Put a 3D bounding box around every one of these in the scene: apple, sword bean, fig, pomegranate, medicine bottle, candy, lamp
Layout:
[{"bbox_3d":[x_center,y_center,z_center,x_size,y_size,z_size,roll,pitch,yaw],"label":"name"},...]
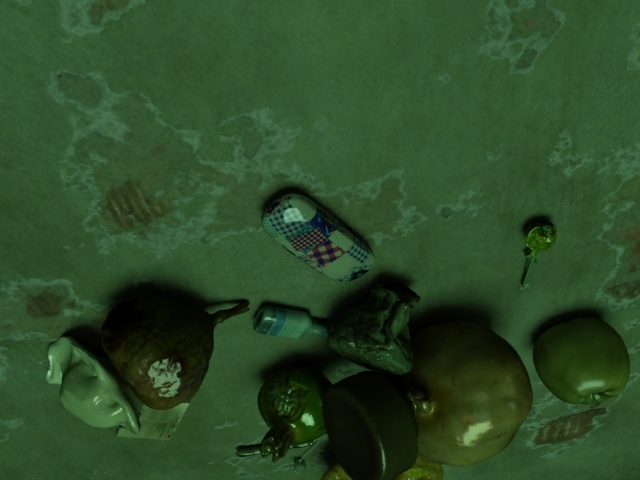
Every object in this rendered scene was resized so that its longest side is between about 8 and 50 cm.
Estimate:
[{"bbox_3d":[0.771,0.360,1.944,0.262,0.262,0.262,-6,135,-6],"label":"apple"},{"bbox_3d":[-0.154,0.701,2.226,0.269,0.038,0.043,-9,141,-1],"label":"sword bean"},{"bbox_3d":[-0.338,0.239,1.631,0.368,0.286,0.286,-27,144,-30],"label":"fig"},{"bbox_3d":[0.363,0.422,1.809,0.411,0.412,0.412,-6,135,-6],"label":"pomegranate"},{"bbox_3d":[-0.073,0.224,1.751,0.208,0.054,0.090,12,130,-27],"label":"medicine bottle"},{"bbox_3d":[0.552,0.042,1.705,0.077,0.073,0.262,6,143,8],"label":"candy"},{"bbox_3d":[-0.029,0.738,2.282,0.050,0.056,0.198,20,124,-25],"label":"lamp"},{"bbox_3d":[-0.077,0.496,1.857,0.235,0.302,0.236,12,132,13],"label":"pomegranate"}]

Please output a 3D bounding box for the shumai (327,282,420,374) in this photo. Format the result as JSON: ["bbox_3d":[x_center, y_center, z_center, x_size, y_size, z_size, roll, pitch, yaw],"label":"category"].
[{"bbox_3d":[0.155,0.227,1.740,0.225,0.222,0.260,34,152,-25],"label":"shumai"}]

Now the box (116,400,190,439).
[{"bbox_3d":[-0.484,0.482,1.895,0.168,0.095,0.212,13,131,-22],"label":"box"}]

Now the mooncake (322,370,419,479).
[{"bbox_3d":[0.134,0.489,1.722,0.155,0.284,0.284,-16,140,-28],"label":"mooncake"}]

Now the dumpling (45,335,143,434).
[{"bbox_3d":[-0.565,0.355,1.683,0.318,0.187,0.243,18,125,25],"label":"dumpling"}]

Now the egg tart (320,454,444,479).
[{"bbox_3d":[0.207,0.814,2.316,0.443,0.178,0.443,-4,135,-4],"label":"egg tart"}]

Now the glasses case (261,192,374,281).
[{"bbox_3d":[0.000,0.000,1.525,0.125,0.076,0.327,-36,132,21],"label":"glasses case"}]
